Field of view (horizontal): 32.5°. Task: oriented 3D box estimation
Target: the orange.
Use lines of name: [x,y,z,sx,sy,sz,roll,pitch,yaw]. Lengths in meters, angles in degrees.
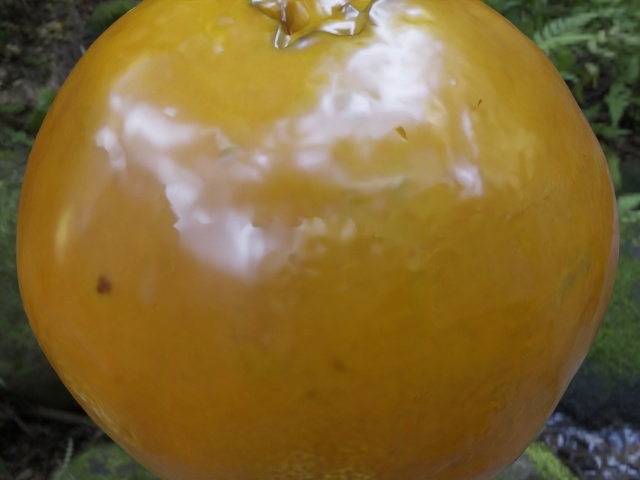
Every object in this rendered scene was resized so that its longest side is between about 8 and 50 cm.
orange: [0.000,0.000,0.583,0.312,0.312,0.312,-7,48,8]
